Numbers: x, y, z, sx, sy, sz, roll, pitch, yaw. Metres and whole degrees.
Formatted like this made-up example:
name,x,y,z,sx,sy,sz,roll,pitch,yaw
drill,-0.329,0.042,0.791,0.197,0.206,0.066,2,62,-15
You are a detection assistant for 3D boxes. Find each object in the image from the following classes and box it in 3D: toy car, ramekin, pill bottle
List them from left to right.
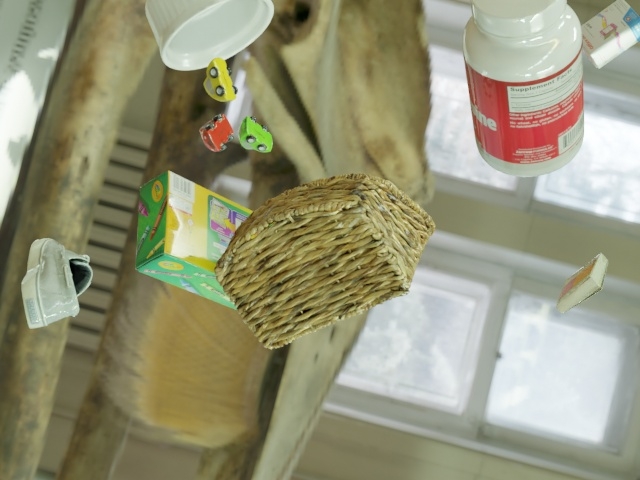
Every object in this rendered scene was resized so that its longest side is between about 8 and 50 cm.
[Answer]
name,x,y,z,sx,sy,sz,roll,pitch,yaw
ramekin,-0.256,-0.515,2.327,0.135,0.277,0.277,62,-10,13
toy car,-0.188,-0.256,2.280,0.225,0.053,0.238,37,45,-47
pill bottle,0.401,-0.336,2.047,0.407,0.229,0.229,71,27,-49

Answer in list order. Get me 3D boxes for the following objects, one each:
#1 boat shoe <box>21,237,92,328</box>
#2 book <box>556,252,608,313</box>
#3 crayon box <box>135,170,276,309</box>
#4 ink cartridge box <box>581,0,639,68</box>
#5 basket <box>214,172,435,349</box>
name,x,y,z,sx,sy,sz,roll,pitch,yaw
boat shoe,-0.339,0.053,1.359,0.227,0.081,0.079,-118,-158,-69
book,0.513,0.083,2.037,0.096,0.035,0.144,-42,-179,29
crayon box,-0.187,0.011,1.815,0.081,0.278,0.165,-27,-128,36
ink cartridge box,0.588,-0.421,2.108,0.122,0.052,0.088,-36,-137,14
basket,0.000,0.000,1.677,0.299,0.213,0.223,-25,-162,29
